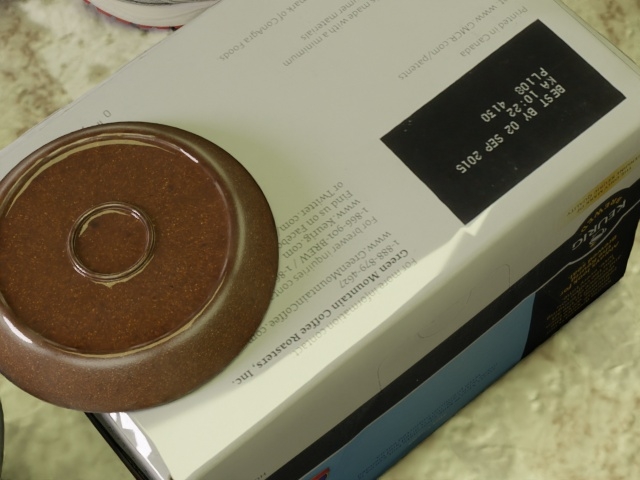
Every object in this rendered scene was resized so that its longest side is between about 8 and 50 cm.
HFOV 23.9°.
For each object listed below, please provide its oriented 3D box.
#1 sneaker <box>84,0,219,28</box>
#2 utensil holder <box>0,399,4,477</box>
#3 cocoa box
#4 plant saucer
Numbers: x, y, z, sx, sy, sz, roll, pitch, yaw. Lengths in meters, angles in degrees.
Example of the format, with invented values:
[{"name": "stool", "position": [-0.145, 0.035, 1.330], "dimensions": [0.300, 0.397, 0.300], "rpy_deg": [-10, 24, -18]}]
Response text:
[{"name": "sneaker", "position": [-0.081, -0.212, 1.106], "dimensions": [0.225, 0.093, 0.088], "rpy_deg": [2, 64, 6]}, {"name": "utensil holder", "position": [-0.416, 0.132, 0.830], "dimensions": [0.385, 0.328, 0.328], "rpy_deg": [20, 66, 12]}, {"name": "cocoa box", "position": [0.000, 0.000, 0.918], "dimensions": [0.347, 0.228, 0.231], "rpy_deg": [-37, 67, -13]}, {"name": "plant saucer", "position": [-0.106, 0.005, 0.780], "dimensions": [0.168, 0.029, 0.168], "rpy_deg": [-2, 64, 4]}]
